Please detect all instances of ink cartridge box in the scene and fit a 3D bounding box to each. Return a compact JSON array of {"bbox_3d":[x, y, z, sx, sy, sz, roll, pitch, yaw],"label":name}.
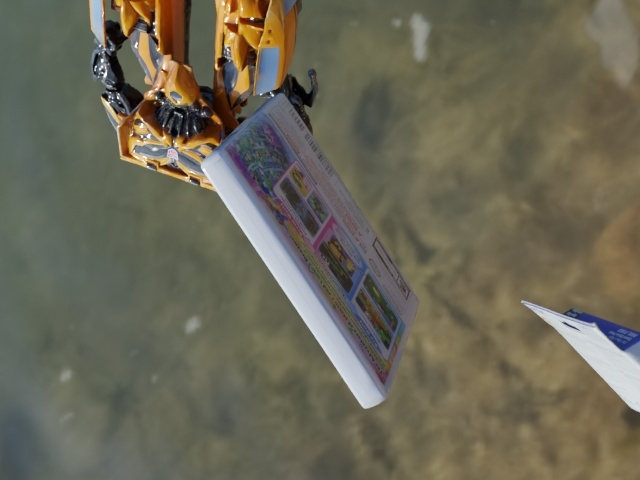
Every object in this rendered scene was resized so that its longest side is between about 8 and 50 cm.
[{"bbox_3d":[0.375,0.145,1.673,0.045,0.224,0.223,-48,15,-5],"label":"ink cartridge box"}]

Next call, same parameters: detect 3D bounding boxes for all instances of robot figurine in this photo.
[{"bbox_3d":[-0.105,-0.157,1.116,0.211,0.085,0.291,19,134,13],"label":"robot figurine"}]

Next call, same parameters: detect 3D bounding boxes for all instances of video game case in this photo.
[{"bbox_3d":[0.000,0.000,0.762,0.019,0.143,0.157,-30,100,19],"label":"video game case"}]
